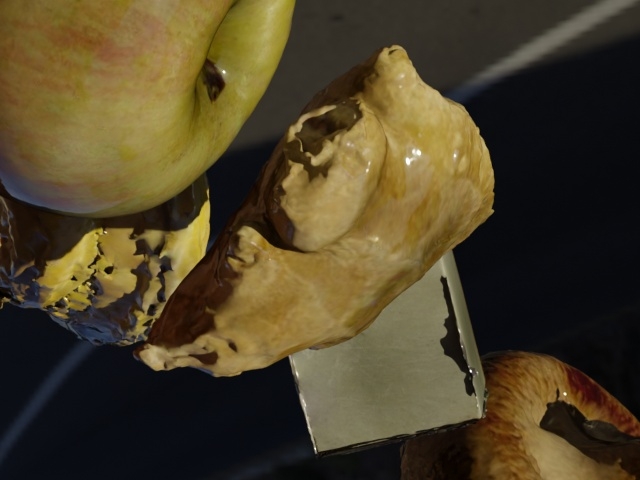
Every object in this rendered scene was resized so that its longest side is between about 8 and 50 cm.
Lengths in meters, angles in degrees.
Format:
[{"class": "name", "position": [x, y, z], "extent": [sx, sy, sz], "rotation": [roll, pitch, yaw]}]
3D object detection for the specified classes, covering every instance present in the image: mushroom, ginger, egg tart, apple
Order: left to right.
[{"class": "egg tart", "position": [-0.232, -0.057, 1.425], "extent": [0.150, 0.352, 0.352], "rotation": [-20, 176, -35]}, {"class": "apple", "position": [-0.143, -0.148, 0.999], "extent": [0.234, 0.256, 0.257], "rotation": [31, 175, 16]}, {"class": "ginger", "position": [0.000, 0.000, 1.127], "extent": [0.270, 0.123, 0.219], "rotation": [-45, 154, -22]}, {"class": "mushroom", "position": [0.250, 0.240, 1.607], "extent": [0.331, 0.334, 0.356], "rotation": [-38, 179, -39]}]

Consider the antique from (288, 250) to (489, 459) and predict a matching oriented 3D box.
[{"class": "antique", "position": [0.055, 0.085, 1.442], "extent": [0.147, 0.152, 0.148], "rotation": [-13, -172, 8]}]
